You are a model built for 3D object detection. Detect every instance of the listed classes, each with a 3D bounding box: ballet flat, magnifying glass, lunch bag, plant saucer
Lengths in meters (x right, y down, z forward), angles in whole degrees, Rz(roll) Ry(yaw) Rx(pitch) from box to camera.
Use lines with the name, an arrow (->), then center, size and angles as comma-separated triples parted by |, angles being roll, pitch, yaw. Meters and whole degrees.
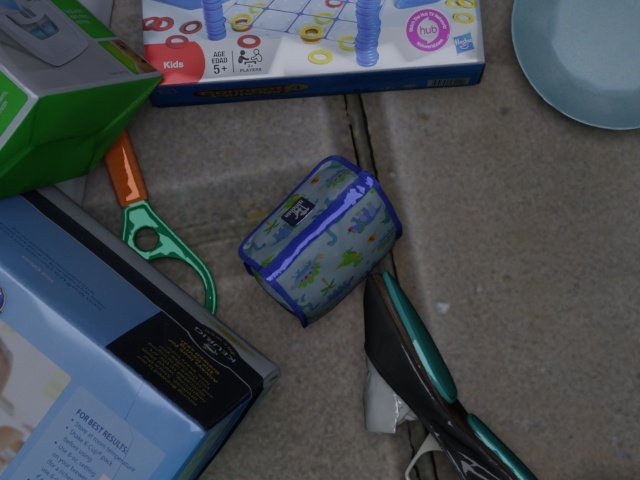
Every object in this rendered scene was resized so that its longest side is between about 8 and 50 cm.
ballet flat -> 0.098, 0.162, 1.404 | 0.096, 0.095, 0.280 | -36, 83, 8
magnifying glass -> -0.161, -0.010, 1.458 | 0.092, 0.026, 0.231 | -19, 87, -2
lunch bag -> 0.000, 0.000, 1.395 | 0.096, 0.151, 0.129 | 44, 85, 5
plant saucer -> 0.271, -0.194, 1.477 | 0.195, 0.037, 0.195 | 0, 82, 0

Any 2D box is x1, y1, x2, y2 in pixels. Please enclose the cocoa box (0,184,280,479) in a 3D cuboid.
cocoa box -> -0.253, 0.105, 1.314 | 0.347, 0.228, 0.231 | 39, 104, 5

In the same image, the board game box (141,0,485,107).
board game box -> -0.014, -0.286, 1.467 | 0.308, 0.086, 0.302 | -5, 82, 0

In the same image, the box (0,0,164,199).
box -> -0.290, -0.154, 1.305 | 0.231, 0.262, 0.127 | 43, 107, 6

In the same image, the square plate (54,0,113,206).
square plate -> -0.370, -0.202, 1.477 | 0.347, 0.049, 0.344 | 8, 83, 1
